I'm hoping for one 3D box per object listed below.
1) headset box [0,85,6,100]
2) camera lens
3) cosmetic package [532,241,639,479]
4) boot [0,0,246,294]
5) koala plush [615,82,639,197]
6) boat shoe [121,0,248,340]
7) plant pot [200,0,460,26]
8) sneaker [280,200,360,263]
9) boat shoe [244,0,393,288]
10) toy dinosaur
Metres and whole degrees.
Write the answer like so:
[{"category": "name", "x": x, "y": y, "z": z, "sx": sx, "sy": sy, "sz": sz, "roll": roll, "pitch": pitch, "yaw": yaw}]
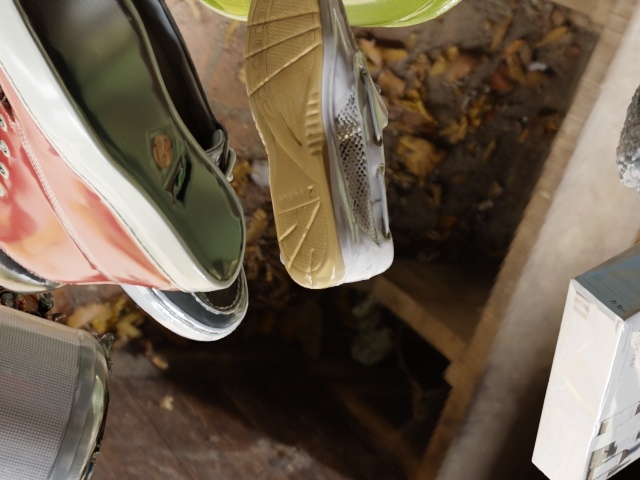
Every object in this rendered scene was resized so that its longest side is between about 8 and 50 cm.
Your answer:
[{"category": "headset box", "x": -0.376, "y": -0.251, "z": 1.270, "sx": 0.293, "sy": 0.110, "sz": 0.218, "roll": -60, "pitch": 149, "yaw": -10}, {"category": "camera lens", "x": -0.359, "y": 0.163, "z": 1.039, "sx": 0.274, "sy": 0.219, "sz": 0.219, "roll": 21, "pitch": 102, "yaw": -23}, {"category": "cosmetic package", "x": 0.245, "y": 0.111, "z": 0.888, "sx": 0.099, "sy": 0.060, "sz": 0.239, "roll": -27, "pitch": 140, "yaw": -25}, {"category": "boot", "x": -0.165, "y": -0.056, "z": 0.566, "sx": 0.244, "sy": 0.176, "sz": 0.088, "roll": 64, "pitch": 32, "yaw": -42}, {"category": "koala plush", "x": 0.279, "y": -0.139, "z": 0.572, "sx": 0.203, "sy": 0.196, "sz": 0.221, "roll": 4, "pitch": 79, "yaw": 0}, {"category": "boat shoe", "x": -0.134, "y": -0.063, "z": 0.903, "sx": 0.121, "sy": 0.119, "sz": 0.335, "roll": -41, "pitch": 114, "yaw": -43}, {"category": "plant pot", "x": -0.006, "y": -0.422, "z": 1.335, "sx": 0.353, "sy": 0.366, "sz": 0.367, "roll": -31, "pitch": 134, "yaw": -51}, {"category": "sneaker", "x": 0.000, "y": 0.000, "z": 1.362, "sx": 0.135, "sy": 0.058, "sz": 0.052, "roll": -31, "pitch": 91, "yaw": -30}, {"category": "boat shoe", "x": 0.007, "y": -0.102, "z": 0.874, "sx": 0.096, "sy": 0.098, "sz": 0.277, "roll": -5, "pitch": 89, "yaw": -40}, {"category": "toy dinosaur", "x": -0.408, "y": 0.163, "z": 1.494, "sx": 0.164, "sy": 0.322, "sz": 0.218, "roll": -18, "pitch": 144, "yaw": 9}]
